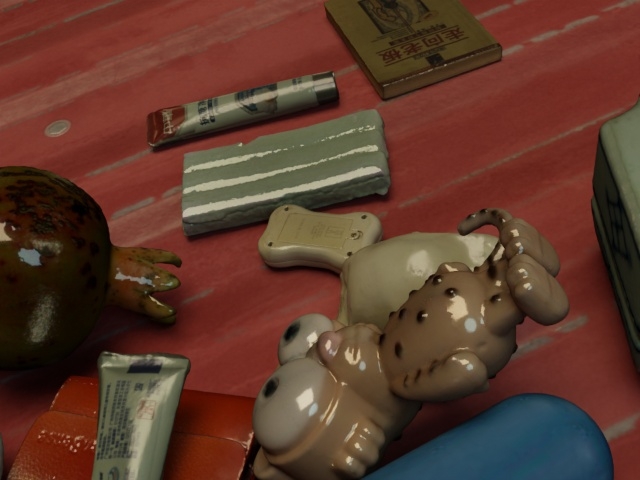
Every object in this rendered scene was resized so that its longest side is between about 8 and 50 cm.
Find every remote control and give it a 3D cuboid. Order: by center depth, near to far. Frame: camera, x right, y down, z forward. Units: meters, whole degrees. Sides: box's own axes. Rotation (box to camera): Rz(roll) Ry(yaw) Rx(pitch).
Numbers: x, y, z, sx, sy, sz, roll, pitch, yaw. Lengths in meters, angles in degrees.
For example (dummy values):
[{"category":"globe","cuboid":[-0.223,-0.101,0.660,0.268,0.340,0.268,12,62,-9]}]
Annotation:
[{"category":"remote control","cuboid":[0.000,0.000,0.920,0.122,0.032,0.074,8,53,22]}]

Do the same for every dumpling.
[{"category":"dumpling","cuboid":[0.082,0.062,0.792,0.169,0.100,0.134,-2,57,15]}]

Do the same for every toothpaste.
[{"category":"toothpaste","cuboid":[-0.151,0.212,0.685,0.069,0.047,0.269,-14,60,34]},{"category":"toothpaste","cuboid":[-0.096,-0.160,1.111,0.239,0.039,0.062,-13,50,5]}]

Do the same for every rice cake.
[{"category":"rice cake","cuboid":[-0.040,-0.076,1.002,0.237,0.043,0.127,-11,44,4]}]

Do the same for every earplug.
[{"category":"earplug","cuboid":[0.086,0.200,0.631,0.272,0.132,0.132,-28,45,-19]}]

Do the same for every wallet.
[{"category":"wallet","cuboid":[-0.152,0.181,0.765,0.204,0.045,0.142,4,48,19]}]

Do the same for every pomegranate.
[{"category":"pomegranate","cuboid":[-0.261,0.042,0.861,0.246,0.198,0.198,35,52,-8]}]

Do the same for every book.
[{"category":"book","cuboid":[0.110,-0.271,1.176,0.161,0.026,0.231,-20,44,-6]}]

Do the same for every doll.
[{"category":"doll","cuboid":[0.058,0.086,0.691,0.278,0.119,0.154,-41,24,19]}]

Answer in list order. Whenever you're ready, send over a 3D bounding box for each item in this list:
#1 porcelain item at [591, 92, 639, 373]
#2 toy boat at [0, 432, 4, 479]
[{"category":"porcelain item","cuboid":[0.375,-0.004,0.735,0.281,0.157,0.286,-7,43,5]},{"category":"toy boat","cuboid":[-0.307,0.231,0.730,0.134,0.079,0.208,-28,43,32]}]
